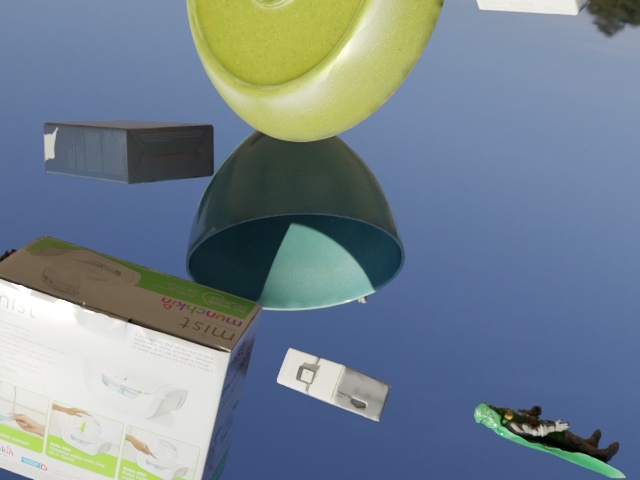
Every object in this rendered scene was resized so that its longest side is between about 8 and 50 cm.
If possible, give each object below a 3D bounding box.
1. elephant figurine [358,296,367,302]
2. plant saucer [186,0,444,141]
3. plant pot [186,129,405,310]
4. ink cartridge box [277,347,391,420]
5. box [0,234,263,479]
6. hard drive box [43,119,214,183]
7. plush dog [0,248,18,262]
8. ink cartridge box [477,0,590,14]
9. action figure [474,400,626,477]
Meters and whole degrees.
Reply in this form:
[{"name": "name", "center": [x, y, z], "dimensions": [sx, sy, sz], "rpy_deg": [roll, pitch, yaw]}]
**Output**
[{"name": "elephant figurine", "center": [0.000, 0.000, 1.876], "dimensions": [0.186, 0.169, 0.239], "rpy_deg": [11, 162, 41]}, {"name": "plant saucer", "center": [-0.019, -0.189, 0.593], "dimensions": [0.037, 0.241, 0.241], "rpy_deg": [0, -154, -47]}, {"name": "plant pot", "center": [-0.038, -0.050, 1.204], "dimensions": [0.290, 0.290, 0.195], "rpy_deg": [5, -119, -17]}, {"name": "ink cartridge box", "center": [0.021, 0.226, 1.380], "dimensions": [0.109, 0.063, 0.150], "rpy_deg": [27, 169, -35]}, {"name": "box", "center": [-0.221, 0.149, 0.929], "dimensions": [0.262, 0.231, 0.127], "rpy_deg": [17, -158, 7]}, {"name": "hard drive box", "center": [-0.321, -0.153, 1.459], "dimensions": [0.232, 0.089, 0.181], "rpy_deg": [10, -166, 41]}, {"name": "plush dog", "center": [-0.559, 0.026, 1.286], "dimensions": [0.211, 0.225, 0.262], "rpy_deg": [-33, -120, -22]}, {"name": "ink cartridge box", "center": [0.233, -0.355, 1.033], "dimensions": [0.145, 0.179, 0.045], "rpy_deg": [18, -126, 42]}, {"name": "action figure", "center": [0.330, 0.284, 1.299], "dimensions": [0.232, 0.063, 0.137], "rpy_deg": [19, -177, -19]}]
